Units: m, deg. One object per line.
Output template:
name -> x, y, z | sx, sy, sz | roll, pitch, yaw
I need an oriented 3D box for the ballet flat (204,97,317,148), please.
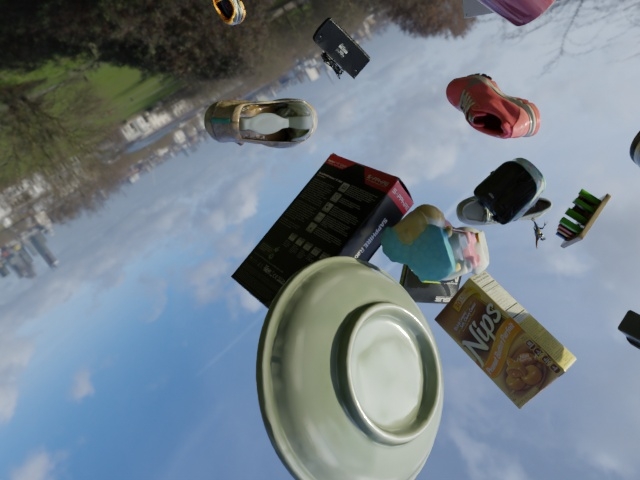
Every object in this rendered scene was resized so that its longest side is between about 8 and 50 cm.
ballet flat -> -0.085, -0.235, 1.146 | 0.106, 0.108, 0.316 | 8, -162, 41

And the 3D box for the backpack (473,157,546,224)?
backpack -> 0.605, -0.163, 1.768 | 0.144, 0.166, 0.188 | -18, 153, -37

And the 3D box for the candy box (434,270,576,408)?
candy box -> 0.470, 0.253, 1.470 | 0.087, 0.316, 0.183 | -20, 148, -45

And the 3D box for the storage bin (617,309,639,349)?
storage bin -> 0.765, 0.211, 1.302 | 0.098, 0.091, 0.135 | -61, -146, 6

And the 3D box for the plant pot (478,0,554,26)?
plant pot -> 0.407, -0.566, 1.199 | 0.201, 0.180, 0.201 | -43, -156, 24

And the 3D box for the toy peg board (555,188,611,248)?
toy peg board -> 0.778, -0.074, 1.724 | 0.161, 0.079, 0.160 | -53, 171, -6

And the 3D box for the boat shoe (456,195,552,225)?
boat shoe -> 0.642, -0.115, 1.990 | 0.320, 0.118, 0.103 | -1, 174, 0

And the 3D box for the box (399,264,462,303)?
box -> 0.339, 0.101, 1.722 | 0.190, 0.184, 0.045 | 5, -165, -17

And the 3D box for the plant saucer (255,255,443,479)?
plant saucer -> 0.087, 0.210, 0.902 | 0.100, 0.400, 0.400 | -23, -164, 46

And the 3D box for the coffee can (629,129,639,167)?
coffee can -> 0.990, -0.191, 1.498 | 0.201, 0.201, 0.275 | -27, -133, 15

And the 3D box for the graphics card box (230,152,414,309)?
graphics card box -> 0.000, 0.000, 1.215 | 0.371, 0.094, 0.232 | -51, -137, -9

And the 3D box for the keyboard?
keyboard -> 0.045, -0.507, 1.512 | 0.100, 0.192, 0.038 | -46, -134, 13

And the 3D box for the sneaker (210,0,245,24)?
sneaker -> -0.278, -0.686, 1.537 | 0.084, 0.215, 0.083 | -23, -152, 23

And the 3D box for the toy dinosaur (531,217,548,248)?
toy dinosaur -> 0.723, -0.035, 1.903 | 0.090, 0.047, 0.082 | -59, -152, 28

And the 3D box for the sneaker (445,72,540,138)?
sneaker -> 0.434, -0.362, 1.526 | 0.136, 0.116, 0.314 | -22, -138, -26

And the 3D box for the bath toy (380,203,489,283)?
bath toy -> 0.237, 0.011, 1.117 | 0.129, 0.151, 0.348 | -14, 171, 26

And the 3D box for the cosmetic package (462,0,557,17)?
cosmetic package -> 0.488, -0.619, 1.436 | 0.239, 0.060, 0.099 | -2, -155, 22

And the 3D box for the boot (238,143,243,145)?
boot -> -0.227, -0.315, 1.458 | 0.037, 0.114, 0.106 | 4, -109, 42
